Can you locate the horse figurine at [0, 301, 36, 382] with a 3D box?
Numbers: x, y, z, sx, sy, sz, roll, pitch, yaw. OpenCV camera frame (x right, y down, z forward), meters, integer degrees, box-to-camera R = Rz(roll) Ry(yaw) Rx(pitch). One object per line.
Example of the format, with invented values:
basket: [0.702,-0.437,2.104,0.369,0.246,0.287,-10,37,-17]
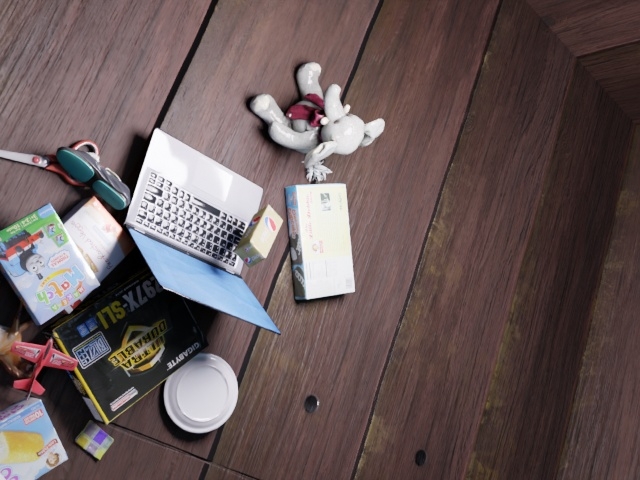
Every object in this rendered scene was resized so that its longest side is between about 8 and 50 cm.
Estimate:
horse figurine: [-0.694,0.175,1.673,0.263,0.066,0.174,35,73,-41]

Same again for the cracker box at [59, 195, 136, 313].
cracker box: [-0.556,0.033,1.803,0.156,0.067,0.232,53,58,-24]

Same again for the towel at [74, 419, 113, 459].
towel: [-0.525,0.463,1.836,0.083,0.009,0.060,51,57,-25]

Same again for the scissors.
scissors: [-0.625,-0.169,1.788,0.297,0.021,0.109,-9,95,-42]

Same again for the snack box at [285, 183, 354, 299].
snack box: [0.000,0.000,2.274,0.187,0.060,0.322,-5,90,-40]

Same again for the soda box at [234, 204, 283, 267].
soda box: [-0.154,-0.012,1.992,0.061,0.058,0.181,49,30,-18]

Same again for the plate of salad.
plate of salad: [-0.304,0.385,2.003,0.200,0.048,0.200,4,81,-29]

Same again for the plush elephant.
plush elephant: [0.012,-0.323,2.179,0.272,0.255,0.330,-33,108,-37]

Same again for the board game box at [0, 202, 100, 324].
board game box: [-0.596,0.050,1.700,0.160,0.039,0.211,-38,108,-35]

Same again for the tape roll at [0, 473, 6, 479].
tape roll: [-0.772,0.575,1.495,0.392,0.072,0.392,-7,106,-24]

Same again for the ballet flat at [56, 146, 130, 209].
ballet flat: [-0.519,-0.154,1.830,0.203,0.074,0.074,43,61,-24]

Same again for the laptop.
laptop: [-0.252,-0.023,1.927,0.382,0.236,0.408,29,69,-43]

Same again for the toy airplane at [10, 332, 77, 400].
toy airplane: [-0.604,0.272,1.706,0.151,0.028,0.151,-3,96,-35]

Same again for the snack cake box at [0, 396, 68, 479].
snack cake box: [-0.686,0.460,1.651,0.264,0.089,0.152,-30,105,-37]

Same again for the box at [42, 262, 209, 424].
box: [-0.451,0.232,1.872,0.322,0.079,0.257,-36,108,-35]
